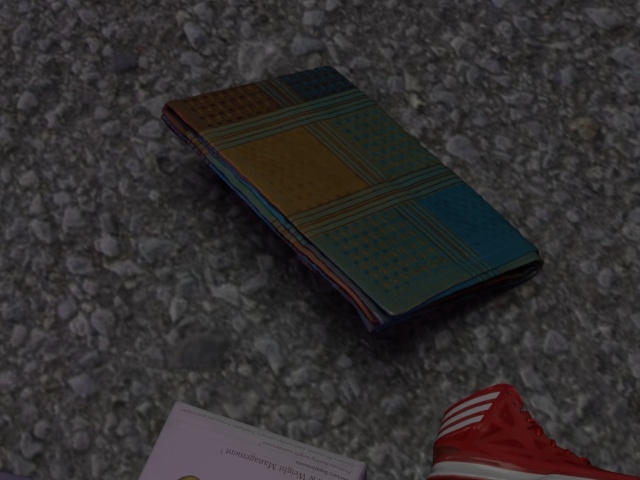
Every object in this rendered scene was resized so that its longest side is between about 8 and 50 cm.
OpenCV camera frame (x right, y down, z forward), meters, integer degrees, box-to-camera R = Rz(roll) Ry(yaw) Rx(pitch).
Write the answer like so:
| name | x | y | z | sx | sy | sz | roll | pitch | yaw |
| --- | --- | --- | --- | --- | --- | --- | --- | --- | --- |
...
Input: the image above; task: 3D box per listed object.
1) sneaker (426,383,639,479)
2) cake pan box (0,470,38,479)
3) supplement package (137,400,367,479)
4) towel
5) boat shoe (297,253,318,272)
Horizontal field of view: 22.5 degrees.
| name | x | y | z | sx | sy | sz | roll | pitch | yaw |
| --- | --- | --- | --- | --- | --- | --- | --- | --- | --- |
| sneaker | 0.220 | 0.200 | 1.577 | 0.221 | 0.087 | 0.128 | 8 | 57 | 5 |
| cake pan box | -0.386 | 0.312 | 1.462 | 0.245 | 0.070 | 0.267 | 8 | 51 | 37 |
| supplement package | -0.081 | 0.292 | 1.479 | 0.194 | 0.149 | 0.203 | 16 | 56 | 11 |
| towel | 0.035 | -0.055 | 1.728 | 0.271 | 0.040 | 0.370 | -17 | 50 | -43 |
| boat shoe | 0.000 | 0.000 | 1.736 | 0.063 | 0.066 | 0.184 | -43 | 70 | 0 |
